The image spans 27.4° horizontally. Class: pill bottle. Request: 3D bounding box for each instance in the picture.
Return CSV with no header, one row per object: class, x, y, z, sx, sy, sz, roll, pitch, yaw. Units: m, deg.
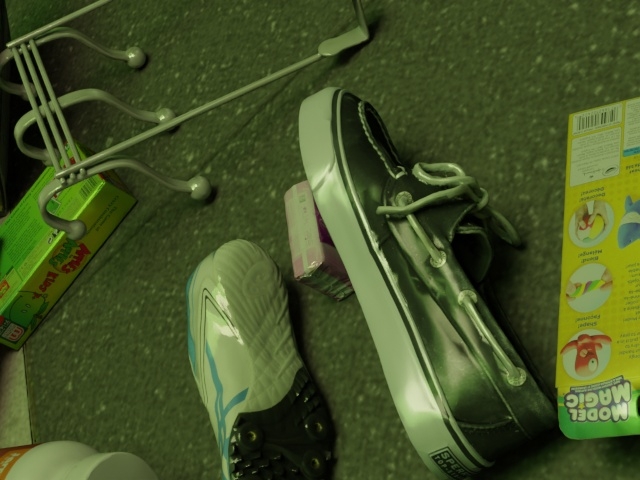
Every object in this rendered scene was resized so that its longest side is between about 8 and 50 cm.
pill bottle,-0.226,0.218,1.012,0.216,0.121,0.121,-14,58,36

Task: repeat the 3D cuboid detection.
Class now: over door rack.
over door rack,-0.123,-0.159,1.170,0.324,0.108,0.239,-34,46,4

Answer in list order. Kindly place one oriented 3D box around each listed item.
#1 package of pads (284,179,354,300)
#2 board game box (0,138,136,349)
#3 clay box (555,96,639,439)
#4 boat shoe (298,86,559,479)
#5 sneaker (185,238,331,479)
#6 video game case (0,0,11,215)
package of pads,0.000,0.000,0.990,0.032,0.050,0.083,-30,50,26
board game box,-0.258,0.002,1.225,0.181,0.043,0.092,-50,43,6
clay box,0.212,0.015,0.790,0.127,0.053,0.222,-12,60,37
boat shoe,0.073,0.004,0.880,0.105,0.113,0.306,-31,51,17
sneaker,-0.052,0.112,0.960,0.086,0.085,0.237,-52,39,45
video game case,-0.340,-0.176,1.309,0.042,0.210,0.232,-3,55,-7
